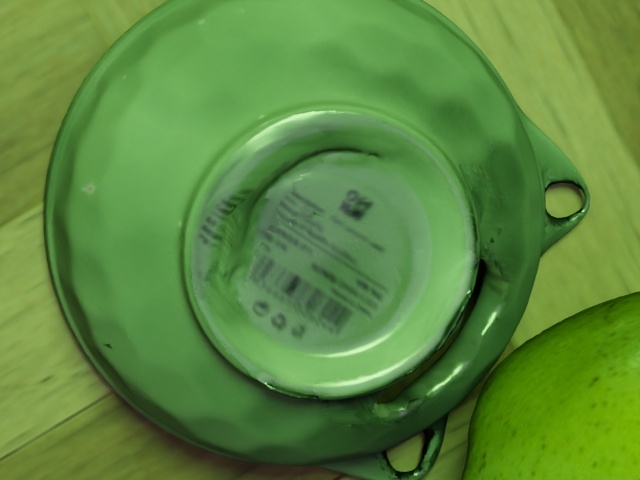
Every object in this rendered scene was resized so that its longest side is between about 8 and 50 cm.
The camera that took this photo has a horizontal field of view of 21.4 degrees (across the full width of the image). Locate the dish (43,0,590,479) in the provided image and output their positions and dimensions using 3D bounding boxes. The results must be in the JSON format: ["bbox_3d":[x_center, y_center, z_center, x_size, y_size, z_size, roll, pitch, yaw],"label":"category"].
[{"bbox_3d":[0.000,0.000,0.870,0.303,0.120,0.303,-2,100,-9],"label":"dish"}]

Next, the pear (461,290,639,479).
[{"bbox_3d":[0.203,0.148,0.855,0.294,0.294,0.294,-2,101,-10],"label":"pear"}]
